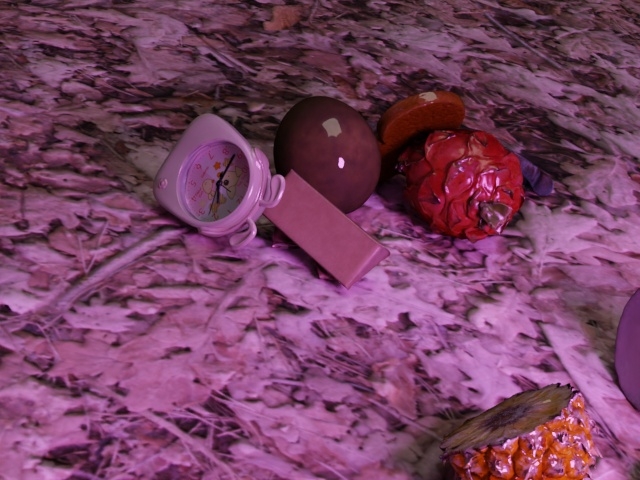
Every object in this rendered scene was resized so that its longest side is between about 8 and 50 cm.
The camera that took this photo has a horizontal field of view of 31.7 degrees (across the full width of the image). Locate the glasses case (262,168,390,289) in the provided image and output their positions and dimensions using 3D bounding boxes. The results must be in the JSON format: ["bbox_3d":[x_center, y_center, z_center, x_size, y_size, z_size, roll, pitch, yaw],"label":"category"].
[{"bbox_3d":[0.000,0.000,1.579,0.193,0.102,0.070,40,0,25],"label":"glasses case"}]

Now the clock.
[{"bbox_3d":[-0.136,-0.077,1.584,0.191,0.151,0.062,38,6,29],"label":"clock"}]

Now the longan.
[{"bbox_3d":[0.010,-0.126,1.701,0.159,0.184,0.204,-17,-4,2],"label":"longan"}]

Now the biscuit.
[{"bbox_3d":[0.145,-0.164,1.772,0.180,0.236,0.039,-8,66,-19],"label":"biscuit"}]

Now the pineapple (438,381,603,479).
[{"bbox_3d":[0.227,0.245,1.198,0.162,0.136,0.176,-23,3,31],"label":"pineapple"}]

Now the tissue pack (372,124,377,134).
[{"bbox_3d":[0.124,-0.170,1.836,0.123,0.193,0.026,-8,68,-33],"label":"tissue pack"}]

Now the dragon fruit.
[{"bbox_3d":[0.220,-0.089,1.725,0.209,0.172,0.172,39,37,25],"label":"dragon fruit"}]

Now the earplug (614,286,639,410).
[{"bbox_3d":[0.556,0.149,1.465,0.301,0.172,0.172,7,29,-23],"label":"earplug"}]

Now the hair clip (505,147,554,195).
[{"bbox_3d":[0.337,-0.119,1.861,0.070,0.039,0.229,26,0,21],"label":"hair clip"}]
